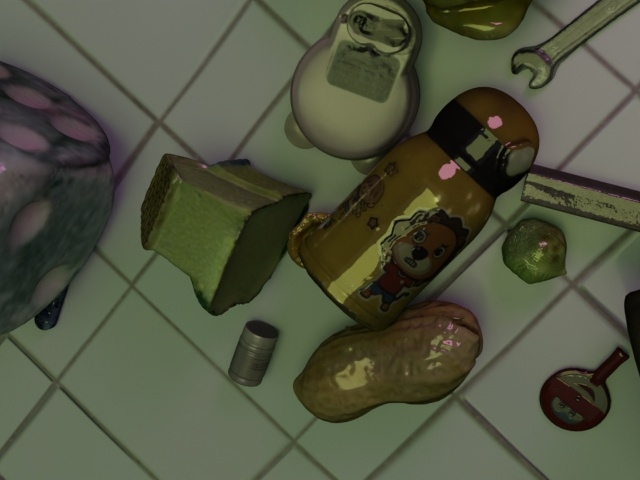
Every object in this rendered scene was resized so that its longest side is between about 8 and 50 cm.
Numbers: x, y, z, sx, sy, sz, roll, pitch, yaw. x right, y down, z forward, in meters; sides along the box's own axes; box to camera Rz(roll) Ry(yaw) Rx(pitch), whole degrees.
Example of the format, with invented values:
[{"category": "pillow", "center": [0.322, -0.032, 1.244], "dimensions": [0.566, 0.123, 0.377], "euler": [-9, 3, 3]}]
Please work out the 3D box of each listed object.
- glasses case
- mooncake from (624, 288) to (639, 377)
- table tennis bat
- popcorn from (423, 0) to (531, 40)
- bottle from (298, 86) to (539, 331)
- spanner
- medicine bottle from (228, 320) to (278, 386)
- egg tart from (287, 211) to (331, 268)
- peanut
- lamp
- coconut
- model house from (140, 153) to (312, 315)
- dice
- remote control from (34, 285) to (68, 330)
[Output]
[{"category": "glasses case", "center": [0.375, -0.052, 1.106], "dimensions": [0.204, 0.071, 0.047], "euler": [16, 110, 12]}, {"category": "mooncake", "center": [0.503, 0.204, 0.978], "dimensions": [0.194, 0.356, 0.357], "euler": [-19, 96, 22]}, {"category": "table tennis bat", "center": [0.387, 0.214, 1.194], "dimensions": [0.098, 0.019, 0.155], "euler": [39, 113, 5]}, {"category": "popcorn", "center": [0.168, -0.422, 0.964], "dimensions": [0.334, 0.292, 0.294], "euler": [38, 150, 31]}, {"category": "bottle", "center": [0.141, -0.054, 1.111], "dimensions": [0.171, 0.171, 0.351], "euler": [44, 104, 3]}, {"category": "spanner", "center": [0.382, -0.306, 1.074], "dimensions": [0.302, 0.017, 0.071], "euler": [-39, 89, 20]}, {"category": "medicine bottle", "center": [-0.107, 0.180, 1.310], "dimensions": [0.058, 0.058, 0.091], "euler": [24, 108, 10]}, {"category": "egg tart", "center": [0.000, 0.000, 1.239], "dimensions": [0.105, 0.039, 0.105], "euler": [1, 117, 1]}, {"category": "peanut", "center": [0.096, 0.185, 1.214], "dimensions": [0.313, 0.149, 0.149], "euler": [-22, 96, 22]}, {"category": "lamp", "center": [0.057, -0.223, 1.140], "dimensions": [0.179, 0.108, 0.246], "euler": [21, 111, 0]}, {"category": "coconut", "center": [0.300, 0.018, 1.139], "dimensions": [0.096, 0.088, 0.088], "euler": [33, 110, 13]}, {"category": "model house", "center": [-0.153, -0.029, 1.209], "dimensions": [0.189, 0.214, 0.195], "euler": [34, 116, 15]}, {"category": "dice", "center": [-0.534, -0.072, 1.229], "dimensions": [0.328, 0.330, 0.348], "euler": [36, 106, 10]}, {"category": "remote control", "center": [-0.457, 0.087, 1.412], "dimensions": [0.043, 0.027, 0.153], "euler": [27, 107, 19]}]
